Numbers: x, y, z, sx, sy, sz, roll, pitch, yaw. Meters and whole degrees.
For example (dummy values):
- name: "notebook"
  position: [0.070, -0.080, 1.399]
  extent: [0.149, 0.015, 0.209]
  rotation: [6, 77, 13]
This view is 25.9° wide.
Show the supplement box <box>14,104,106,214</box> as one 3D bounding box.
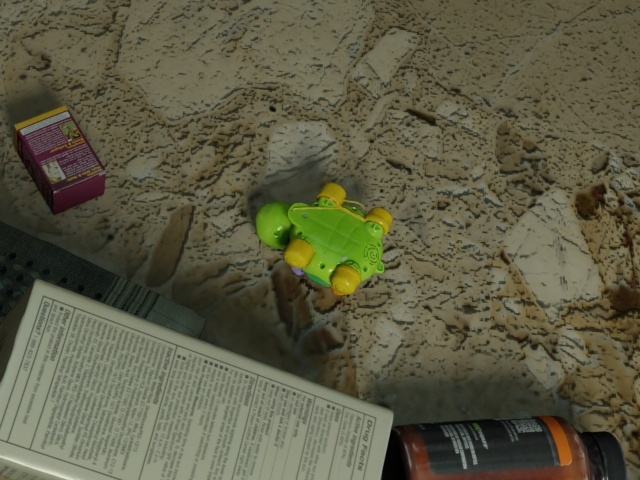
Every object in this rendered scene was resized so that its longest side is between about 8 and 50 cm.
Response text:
- name: "supplement box"
  position: [-0.241, -0.075, 1.287]
  extent: [0.055, 0.043, 0.083]
  rotation: [-24, 68, -23]

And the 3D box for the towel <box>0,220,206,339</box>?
- name: "towel"
  position: [-0.293, 0.133, 1.168]
  extent: [0.312, 0.056, 0.324]
  rotation: [25, 62, 6]

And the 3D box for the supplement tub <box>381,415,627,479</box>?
- name: "supplement tub"
  position: [0.156, 0.203, 1.183]
  extent: [0.198, 0.106, 0.106]
  rotation: [-1, 62, -12]

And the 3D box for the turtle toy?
- name: "turtle toy"
  position: [0.000, 0.000, 1.283]
  extent: [0.130, 0.066, 0.095]
  rotation: [28, 60, 5]

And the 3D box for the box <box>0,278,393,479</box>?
- name: "box"
  position: [-0.113, 0.160, 1.093]
  extent: [0.311, 0.121, 0.148]
  rotation: [23, 63, -17]
